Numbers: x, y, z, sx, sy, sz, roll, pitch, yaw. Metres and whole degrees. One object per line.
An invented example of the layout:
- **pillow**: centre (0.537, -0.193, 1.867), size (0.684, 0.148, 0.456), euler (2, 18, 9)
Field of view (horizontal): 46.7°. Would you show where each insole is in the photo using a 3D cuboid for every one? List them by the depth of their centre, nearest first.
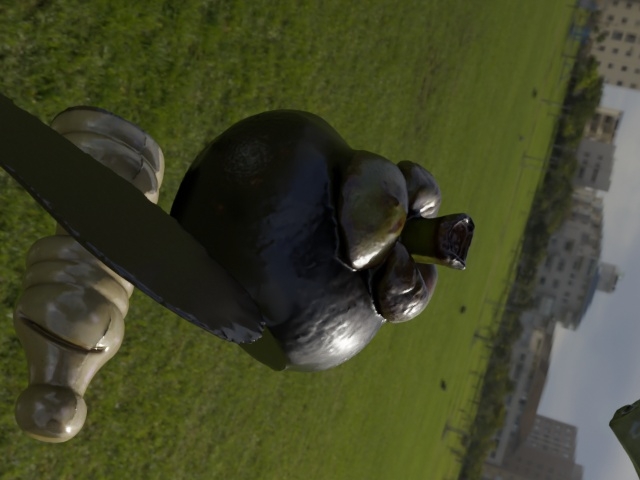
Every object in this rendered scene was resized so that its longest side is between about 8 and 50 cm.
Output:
- **insole**: centre (-0.164, -0.042, 0.471), size (0.007, 0.328, 0.111), euler (-51, -179, 16)

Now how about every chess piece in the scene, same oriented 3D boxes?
- **chess piece**: centre (-0.225, 0.038, 0.704), size (0.139, 0.124, 0.307), euler (133, -35, -53)

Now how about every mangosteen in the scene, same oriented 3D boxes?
- **mangosteen**: centre (-0.005, 0.002, 0.728), size (0.233, 0.288, 0.287), euler (-39, 148, -29)

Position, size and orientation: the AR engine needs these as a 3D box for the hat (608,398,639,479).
- **hat**: centre (0.341, 0.118, 0.547), size (0.301, 0.168, 0.258), euler (-52, 156, 3)
